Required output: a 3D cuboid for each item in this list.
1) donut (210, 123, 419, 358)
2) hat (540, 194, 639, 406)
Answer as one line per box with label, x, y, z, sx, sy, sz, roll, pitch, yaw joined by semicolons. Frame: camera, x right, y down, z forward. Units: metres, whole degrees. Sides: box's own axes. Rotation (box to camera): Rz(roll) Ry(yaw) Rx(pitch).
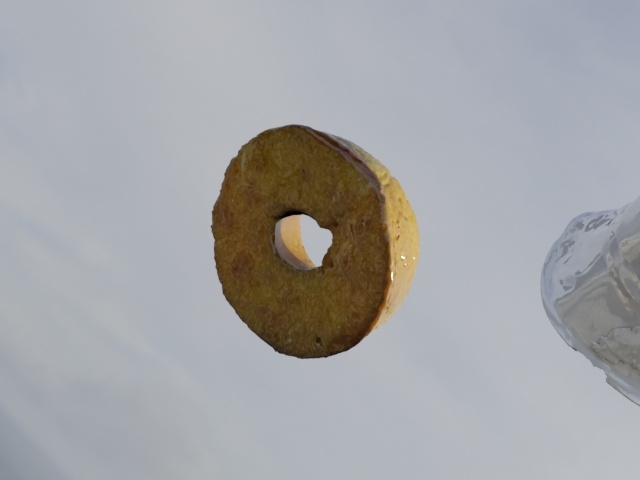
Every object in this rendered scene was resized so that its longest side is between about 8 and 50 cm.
donut;0.000;0.000;1.719;0.303;0.303;0.110;39;28;31
hat;0.266;0.015;0.935;0.203;0.203;0.126;43;-44;16
